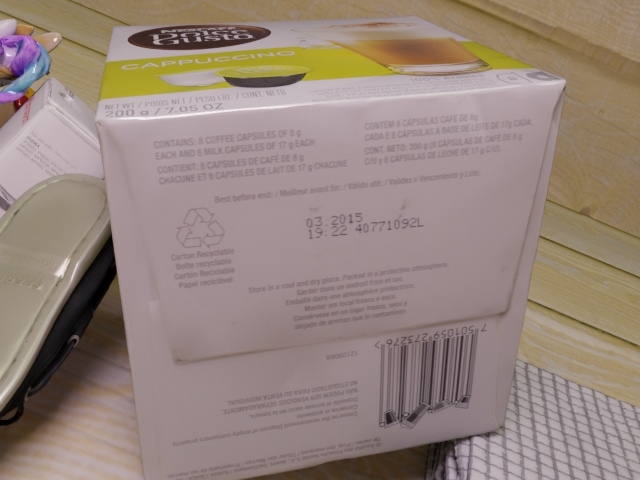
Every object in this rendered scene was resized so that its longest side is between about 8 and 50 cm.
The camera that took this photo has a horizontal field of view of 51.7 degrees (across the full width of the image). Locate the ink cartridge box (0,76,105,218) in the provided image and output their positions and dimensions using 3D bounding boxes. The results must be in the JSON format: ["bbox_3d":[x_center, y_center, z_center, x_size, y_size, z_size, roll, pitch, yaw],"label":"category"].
[{"bbox_3d":[-0.320,-0.054,0.691,0.092,0.218,0.158,42,4,-30],"label":"ink cartridge box"}]

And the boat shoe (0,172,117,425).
[{"bbox_3d":[-0.270,0.092,0.543,0.127,0.113,0.340,13,49,7],"label":"boat shoe"}]

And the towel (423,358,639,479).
[{"bbox_3d":[0.230,0.249,0.695,0.235,0.121,0.284,22,24,3],"label":"towel"}]

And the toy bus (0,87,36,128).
[{"bbox_3d":[-0.411,-0.106,0.899,0.191,0.202,0.104,30,-8,35],"label":"toy bus"}]

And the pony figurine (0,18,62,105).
[{"bbox_3d":[-0.462,-0.147,0.622,0.303,0.363,0.351,63,3,2],"label":"pony figurine"}]

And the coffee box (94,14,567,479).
[{"bbox_3d":[-0.020,-0.023,0.656,0.337,0.338,0.334,-6,29,-12],"label":"coffee box"}]
